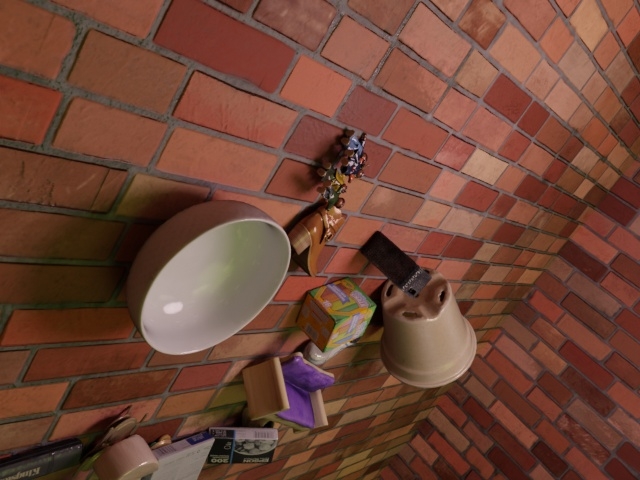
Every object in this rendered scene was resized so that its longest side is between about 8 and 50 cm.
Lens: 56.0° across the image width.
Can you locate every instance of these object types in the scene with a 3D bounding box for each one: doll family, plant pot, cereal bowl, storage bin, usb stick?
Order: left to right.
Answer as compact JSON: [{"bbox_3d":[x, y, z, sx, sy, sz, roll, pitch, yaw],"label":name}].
[{"bbox_3d":[-0.641,0.486,1.276,0.278,0.045,0.077,-3,130,-49],"label":"usb stick"},{"bbox_3d":[-0.230,0.054,1.175,0.339,0.141,0.339,-31,147,-23],"label":"cereal bowl"},{"bbox_3d":[0.056,-0.156,1.346,0.193,0.076,0.111,-50,145,1],"label":"doll family"},{"bbox_3d":[0.214,0.069,1.696,0.084,0.180,0.122,-48,150,5],"label":"storage bin"},{"bbox_3d":[0.334,0.263,1.979,0.333,0.334,0.306,-36,138,-16],"label":"plant pot"}]

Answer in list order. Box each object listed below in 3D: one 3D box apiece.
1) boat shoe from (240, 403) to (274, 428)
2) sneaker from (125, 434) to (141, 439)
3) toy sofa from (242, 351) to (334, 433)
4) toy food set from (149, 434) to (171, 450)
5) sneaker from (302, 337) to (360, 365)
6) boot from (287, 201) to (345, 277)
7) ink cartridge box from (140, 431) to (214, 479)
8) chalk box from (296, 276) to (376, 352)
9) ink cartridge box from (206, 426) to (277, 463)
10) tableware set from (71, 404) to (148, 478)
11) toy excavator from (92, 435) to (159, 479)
[{"bbox_3d":[-0.199,0.620,1.923,0.109,0.098,0.302,-23,142,-34],"label":"boat shoe"},{"bbox_3d":[-0.492,0.564,1.546,0.084,0.058,0.152,65,44,-86],"label":"sneaker"},{"bbox_3d":[-0.072,0.461,1.783,0.177,0.150,0.362,-19,151,11],"label":"toy sofa"},{"bbox_3d":[-0.444,0.568,1.638,0.082,0.020,0.083,-25,144,-31],"label":"toy food set"},{"bbox_3d":[0.035,0.321,1.887,0.237,0.085,0.086,-21,167,-39],"label":"sneaker"},{"bbox_3d":[0.000,0.000,1.465,0.152,0.073,0.197,-43,152,-14],"label":"boot"},{"bbox_3d":[-0.419,0.661,1.682,0.223,0.045,0.224,4,112,-58],"label":"ink cartridge box"},{"bbox_3d":[0.062,0.203,1.718,0.213,0.132,0.132,-17,139,-41],"label":"chalk box"},{"bbox_3d":[-0.246,0.646,1.850,0.206,0.045,0.208,4,133,-11],"label":"ink cartridge box"},{"bbox_3d":[-0.512,0.477,1.433,0.194,0.039,0.128,-50,162,18],"label":"tableware set"},{"bbox_3d":[-0.584,0.685,1.418,0.445,0.222,0.433,-30,148,-29],"label":"toy excavator"}]
